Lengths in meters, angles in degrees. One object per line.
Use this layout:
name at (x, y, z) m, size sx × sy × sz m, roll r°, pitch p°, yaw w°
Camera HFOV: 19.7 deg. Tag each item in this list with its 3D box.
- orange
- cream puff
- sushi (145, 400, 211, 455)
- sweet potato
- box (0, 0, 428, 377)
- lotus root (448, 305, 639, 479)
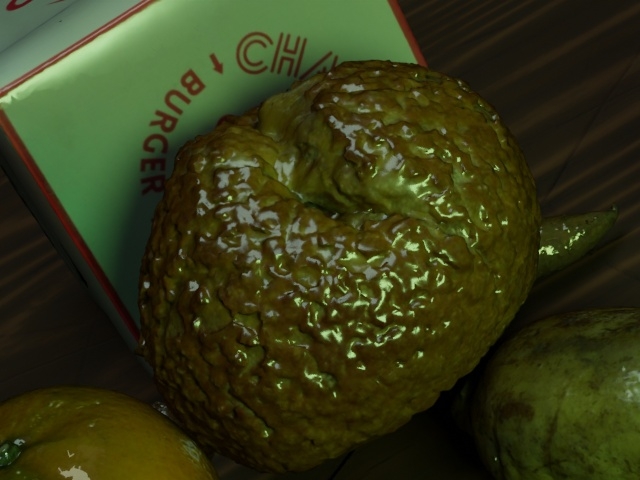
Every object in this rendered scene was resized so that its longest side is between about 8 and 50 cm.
orange at (-0.180, 0.198, 1.258) m, size 0.240 × 0.171 × 0.240 m, roll -20°, pitch 31°, yaw 13°
cream puff at (0.000, 0.000, 1.247) m, size 0.303 × 0.212 × 0.303 m, roll -31°, pitch 22°, yaw 14°
sushi at (-0.144, 0.151, 1.411) m, size 0.120 × 0.052 × 0.055 m, roll -13°, pitch 34°, yaw 22°
sweet potato at (0.079, 0.035, 1.397) m, size 0.314 × 0.072 × 0.066 m, roll -27°, pitch -8°, yaw 3°
box at (-0.101, -0.104, 1.500) m, size 0.312 × 0.314 × 0.300 m, roll -34°, pitch 28°, yaw -11°
lotus root at (0.185, 0.106, 1.160) m, size 0.260 × 0.128 × 0.145 m, roll 2°, pitch 30°, yaw 43°
